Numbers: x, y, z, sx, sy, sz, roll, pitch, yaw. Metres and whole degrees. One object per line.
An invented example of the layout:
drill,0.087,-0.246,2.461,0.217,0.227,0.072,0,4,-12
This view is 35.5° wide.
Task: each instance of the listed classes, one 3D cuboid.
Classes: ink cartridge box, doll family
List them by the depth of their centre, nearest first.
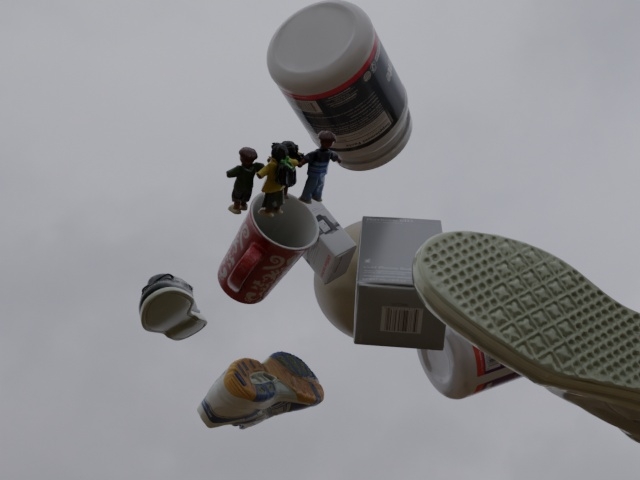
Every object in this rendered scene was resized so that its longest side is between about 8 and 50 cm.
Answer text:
doll family,-0.047,-0.099,1.395,0.076,0.193,0.111,26,-61,28
ink cartridge box,0.000,0.000,2.082,0.063,0.150,0.109,-27,-24,-28

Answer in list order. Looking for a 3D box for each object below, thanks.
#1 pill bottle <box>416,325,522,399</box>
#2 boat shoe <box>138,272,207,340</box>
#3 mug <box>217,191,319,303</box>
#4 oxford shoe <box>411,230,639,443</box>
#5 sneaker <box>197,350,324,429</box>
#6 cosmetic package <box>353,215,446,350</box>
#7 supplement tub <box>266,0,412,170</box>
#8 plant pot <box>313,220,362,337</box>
pill bottle,0.360,0.182,1.948,0.323,0.181,0.181,-15,-32,-23
boat shoe,-0.337,0.129,2.195,0.127,0.113,0.340,-31,-18,2
mug,-0.103,0.019,1.543,0.150,0.113,0.169,-13,-27,-38
oxford shoe,0.300,0.129,1.174,0.449,0.169,0.130,24,-33,-9
sneaker,-0.112,0.282,1.830,0.131,0.112,0.296,-44,-29,20
cosmetic package,0.112,0.054,1.400,0.127,0.238,0.107,3,-64,1
supplement tub,0.040,-0.264,1.737,0.191,0.191,0.272,-16,-36,16
plant pot,0.138,0.108,2.198,0.284,0.191,0.284,-2,-78,-9
